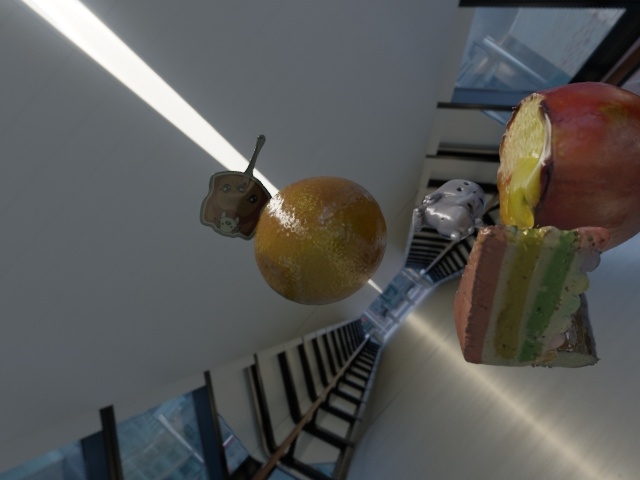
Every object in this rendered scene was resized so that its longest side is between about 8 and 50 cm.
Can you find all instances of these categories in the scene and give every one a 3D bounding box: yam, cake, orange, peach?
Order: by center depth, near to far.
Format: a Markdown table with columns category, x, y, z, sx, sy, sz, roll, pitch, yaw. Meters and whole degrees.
| category | x | y | z | sx | sy | sz | roll | pitch | yaw |
| --- | --- | --- | --- | --- | --- | --- | --- | --- | --- |
| cake | 0.204 | 0.065 | 0.485 | 0.225 | 0.110 | 0.090 | 76 | -164 | -61 |
| peach | 0.368 | -0.101 | 0.716 | 0.338 | 0.281 | 0.281 | 2 | -47 | -44 |
| orange | 0.000 | 0.000 | 0.803 | 0.236 | 0.236 | 0.236 | -47 | -11 | -12 |
| yam | 0.521 | 0.164 | 1.039 | 0.128 | 0.129 | 0.238 | -48 | 23 | 48 |

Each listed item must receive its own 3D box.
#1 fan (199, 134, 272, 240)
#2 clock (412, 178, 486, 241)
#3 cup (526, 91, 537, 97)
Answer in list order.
| category | x | y | z | sx | sy | sz | roll | pitch | yaw |
| --- | --- | --- | --- | --- | --- | --- | --- | --- | --- |
| fan | -0.156 | -0.110 | 0.948 | 0.219 | 0.132 | 0.009 | -67 | 17 | 3 |
| clock | 0.288 | -0.059 | 0.969 | 0.176 | 0.117 | 0.079 | -33 | -46 | -31 |
| cup | 0.626 | -0.292 | 1.235 | 0.253 | 0.201 | 0.191 | 75 | -168 | -88 |
